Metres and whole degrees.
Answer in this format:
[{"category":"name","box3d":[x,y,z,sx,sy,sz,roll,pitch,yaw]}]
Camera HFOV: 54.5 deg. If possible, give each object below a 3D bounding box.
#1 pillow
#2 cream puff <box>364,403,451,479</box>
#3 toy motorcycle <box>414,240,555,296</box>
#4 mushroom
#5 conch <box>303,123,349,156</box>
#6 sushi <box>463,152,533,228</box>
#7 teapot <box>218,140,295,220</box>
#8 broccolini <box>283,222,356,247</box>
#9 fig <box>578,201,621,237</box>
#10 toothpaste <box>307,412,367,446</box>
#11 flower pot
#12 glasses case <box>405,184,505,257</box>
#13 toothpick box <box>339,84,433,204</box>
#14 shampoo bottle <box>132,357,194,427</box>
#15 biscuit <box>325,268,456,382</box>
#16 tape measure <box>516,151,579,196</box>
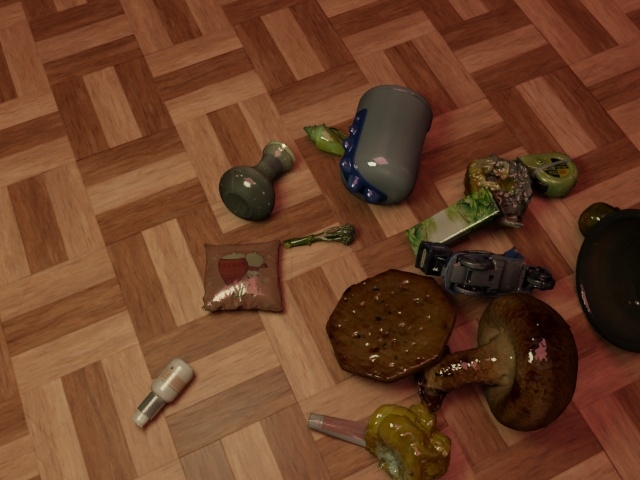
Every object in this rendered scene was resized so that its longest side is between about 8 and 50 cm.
[{"category":"pillow","box3d":[-0.223,0.100,1.771,0.236,0.084,0.223,1,63,-4]},{"category":"cream puff","box3d":[0.225,0.491,1.532,0.194,0.195,0.221,-36,76,-16]},{"category":"toy motorcycle","box3d":[0.460,0.076,1.706,0.358,0.212,0.125,6,107,-16]},{"category":"mushroom","box3d":[0.451,0.287,1.566,0.356,0.334,0.331,20,59,4]},{"category":"conch","box3d":[0.034,-0.321,1.988,0.200,0.079,0.095,26,52,-6]},{"category":"sushi","box3d":[0.530,-0.133,1.859,0.184,0.139,0.274,-3,67,1]},{"category":"teapot","box3d":[-0.181,-0.186,1.874,0.183,0.183,0.251,28,56,13]},{"category":"broccolini","box3d":[0.000,0.000,1.850,0.216,0.058,0.067,-15,23,0]},{"category":"fig","box3d":[0.845,-0.044,1.846,0.133,0.185,0.127,27,105,35]},{"category":"toothpaste","box3d":[0.064,0.488,1.606,0.194,0.043,0.067,16,64,-1]},{"category":"flower pot","box3d":[0.907,0.096,1.668,0.251,0.379,0.379,-3,62,-23]},{"category":"glasses case","box3d":[0.383,-0.046,1.783,0.272,0.062,0.095,-30,63,21]},{"category":"toothpick box","box3d":[0.180,-0.268,1.866,0.263,0.263,0.355,14,66,7]},{"category":"shampoo bottle","box3d":[-0.415,0.400,1.629,0.074,0.074,0.192,33,70,15]},{"category":"biscuit","box3d":[0.187,0.223,1.674,0.359,0.046,0.359,-10,47,11]},{"category":"tape measure","box3d":[0.715,-0.204,1.922,0.177,0.087,0.154,-10,52,-7]}]
